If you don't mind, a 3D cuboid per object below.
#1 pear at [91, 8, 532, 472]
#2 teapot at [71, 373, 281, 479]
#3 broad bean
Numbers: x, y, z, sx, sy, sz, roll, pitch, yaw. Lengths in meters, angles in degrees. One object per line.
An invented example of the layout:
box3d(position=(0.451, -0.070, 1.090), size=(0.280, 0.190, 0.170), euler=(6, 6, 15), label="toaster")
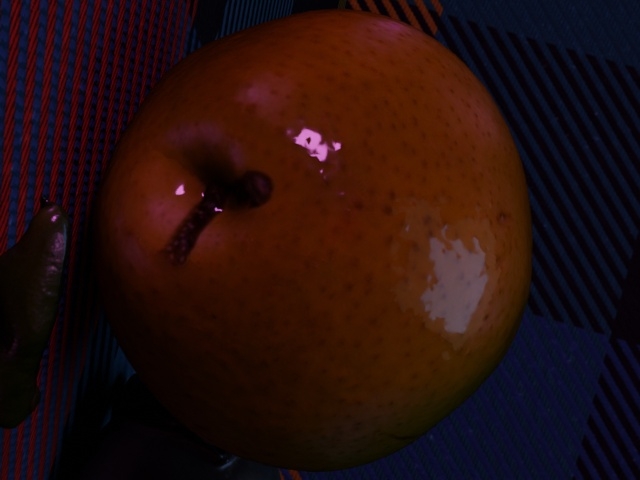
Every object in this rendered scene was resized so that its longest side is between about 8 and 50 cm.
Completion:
box3d(position=(0.000, 0.000, 1.071), size=(0.418, 0.362, 0.363), euler=(34, 70, -64), label="pear")
box3d(position=(-0.156, 0.278, 1.298), size=(0.315, 0.233, 0.312), euler=(17, -84, 64), label="teapot")
box3d(position=(-0.189, 0.059, 0.836), size=(0.195, 0.046, 0.061), euler=(110, -12, -45), label="broad bean")
